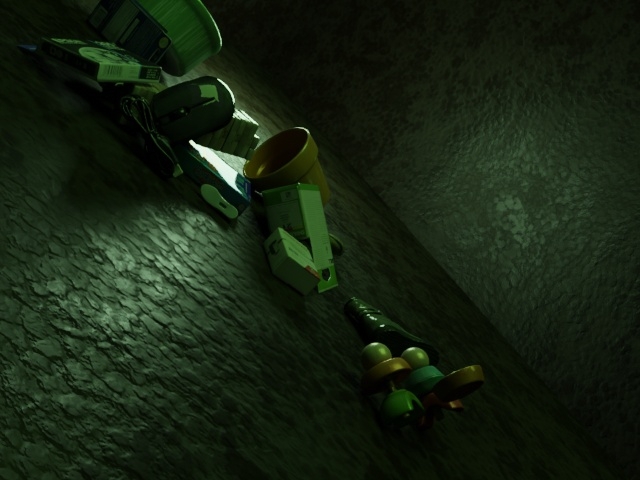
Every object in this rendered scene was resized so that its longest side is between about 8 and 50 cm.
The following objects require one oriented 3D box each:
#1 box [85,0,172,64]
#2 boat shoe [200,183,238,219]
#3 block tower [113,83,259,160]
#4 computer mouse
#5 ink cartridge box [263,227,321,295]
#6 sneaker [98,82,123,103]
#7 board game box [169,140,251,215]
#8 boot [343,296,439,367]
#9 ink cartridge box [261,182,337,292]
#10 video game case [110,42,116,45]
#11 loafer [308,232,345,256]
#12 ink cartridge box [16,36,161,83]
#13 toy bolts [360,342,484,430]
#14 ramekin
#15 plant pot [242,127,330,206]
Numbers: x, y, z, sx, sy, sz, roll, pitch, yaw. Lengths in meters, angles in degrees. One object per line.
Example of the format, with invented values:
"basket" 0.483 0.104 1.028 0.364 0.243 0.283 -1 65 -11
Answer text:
"box" -0.508 -0.562 2.161 0.225 0.136 0.036 45 19 2
"boat shoe" -0.220 -0.081 1.732 0.100 0.035 0.035 39 -15 -5
"block tower" -0.293 -0.272 1.785 0.335 0.091 0.097 13 21 -41
"computer mouse" -0.266 -0.263 1.671 0.272 0.072 0.189 -39 104 -41
"ink cartridge box" -0.063 0.045 1.743 0.099 0.056 0.135 38 14 -27
"sneaker" -0.411 -0.306 1.814 0.234 0.084 0.097 33 40 -40
"board game box" -0.252 -0.160 1.843 0.210 0.047 0.160 38 13 -18
"boot" 0.170 0.217 1.889 0.246 0.083 0.161 36 9 -40
"ink cartridge box" -0.045 -0.001 1.917 0.189 0.096 0.255 -9 88 -76
"video game case" -0.481 -0.425 2.057 0.212 0.023 0.193 42 12 -9
"loafer" 0.000 0.000 2.127 0.148 0.056 0.050 31 15 -12
"ink cartridge box" -0.465 -0.375 1.635 0.208 0.045 0.206 25 19 18
"toy bolts" 0.200 0.255 1.553 0.228 0.218 0.159 37 25 -60
"ramekin" -0.443 -0.616 2.307 0.303 0.148 0.303 40 -16 14
"plant pot" -0.073 -0.165 2.151 0.188 0.205 0.205 55 5 -31
